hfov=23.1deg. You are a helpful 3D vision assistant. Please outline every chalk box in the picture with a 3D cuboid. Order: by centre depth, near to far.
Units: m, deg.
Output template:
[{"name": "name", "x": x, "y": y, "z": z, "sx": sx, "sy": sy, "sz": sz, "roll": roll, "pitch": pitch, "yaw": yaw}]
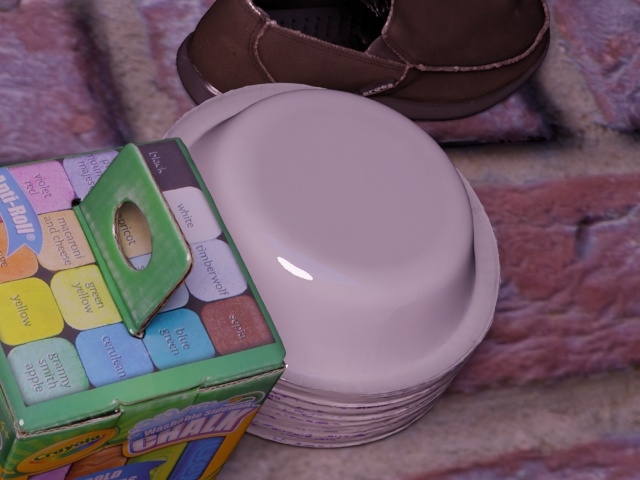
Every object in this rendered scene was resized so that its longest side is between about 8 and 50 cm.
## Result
[{"name": "chalk box", "x": -0.152, "y": 0.061, "z": 0.973, "sx": 0.179, "sy": 0.289, "sz": 0.180, "roll": -12, "pitch": 61, "yaw": -29}]

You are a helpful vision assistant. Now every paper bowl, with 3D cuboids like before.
[{"name": "paper bowl", "x": 0.000, "y": 0.000, "z": 1.176, "sx": 0.284, "sy": 0.148, "sz": 0.284, "roll": 10, "pitch": 53, "yaw": -14}]

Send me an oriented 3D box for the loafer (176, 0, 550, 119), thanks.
[{"name": "loafer", "x": 0.061, "y": -0.182, "z": 1.343, "sx": 0.366, "sy": 0.130, "sz": 0.133, "roll": -14, "pitch": 62, "yaw": -30}]
